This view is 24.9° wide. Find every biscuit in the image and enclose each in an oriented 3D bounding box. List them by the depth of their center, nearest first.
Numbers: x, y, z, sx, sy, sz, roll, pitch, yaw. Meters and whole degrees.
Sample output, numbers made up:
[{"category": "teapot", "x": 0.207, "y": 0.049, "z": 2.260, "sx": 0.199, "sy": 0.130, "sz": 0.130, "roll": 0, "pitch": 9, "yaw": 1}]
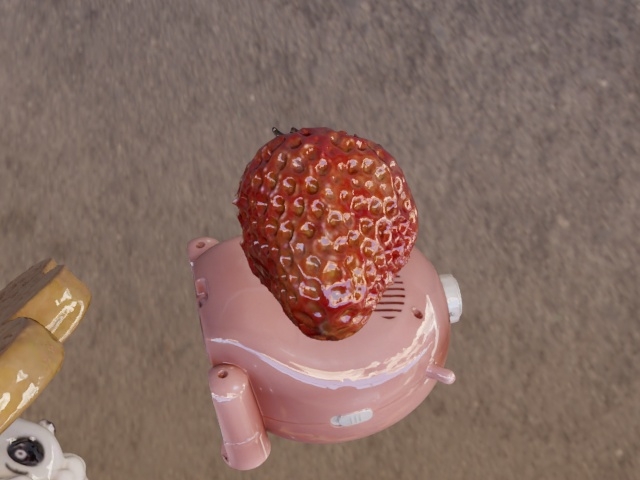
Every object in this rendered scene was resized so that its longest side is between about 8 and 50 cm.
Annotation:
[{"category": "biscuit", "x": -0.212, "y": 0.095, "z": 0.789, "sx": 0.202, "sy": 0.288, "sz": 0.044, "roll": -33, "pitch": 101, "yaw": 15}]

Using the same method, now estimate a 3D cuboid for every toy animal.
[{"category": "toy animal", "x": -0.339, "y": 0.270, "z": 1.407, "sx": 0.208, "sy": 0.156, "sz": 0.204, "roll": 12, "pitch": 104, "yaw": -2}]

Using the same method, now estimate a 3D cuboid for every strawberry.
[{"category": "strawberry", "x": 0.000, "y": 0.000, "z": 0.530, "sx": 0.073, "sy": 0.083, "sz": 0.073, "roll": 7, "pitch": 134, "yaw": 8}]

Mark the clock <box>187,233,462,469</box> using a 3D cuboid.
[{"category": "clock", "x": 0.008, "y": 0.068, "z": 1.313, "sx": 0.241, "sy": 0.227, "sz": 0.142, "roll": -11, "pitch": 132, "yaw": -2}]
